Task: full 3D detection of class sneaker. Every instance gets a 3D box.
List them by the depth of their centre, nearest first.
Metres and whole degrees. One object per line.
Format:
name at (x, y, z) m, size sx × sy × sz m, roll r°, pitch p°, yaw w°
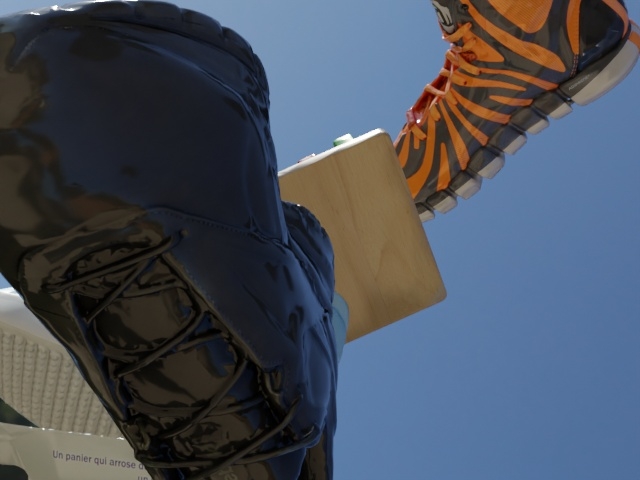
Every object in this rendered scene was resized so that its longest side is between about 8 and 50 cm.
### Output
sneaker at (-0.045, 0.022, 0.463) m, size 0.109 × 0.286 × 0.130 m, roll -19°, pitch -119°, yaw 12°
sneaker at (-0.134, 0.077, 1.028) m, size 0.366 × 0.150 × 0.135 m, roll 8°, pitch -50°, yaw 33°
sneaker at (0.122, -0.156, 1.211) m, size 0.321 × 0.180 × 0.124 m, roll -39°, pitch -149°, yaw 12°

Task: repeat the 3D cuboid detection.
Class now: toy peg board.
toy peg board at (0.000, 0.000, 1.101) m, size 0.079 × 0.160 × 0.161 m, roll -123°, pitch -170°, yaw -66°

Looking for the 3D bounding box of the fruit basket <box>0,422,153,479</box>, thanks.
fruit basket at (-0.170, 0.267, 0.701) m, size 0.327 × 0.165 × 0.353 m, roll 3°, pitch -90°, yaw 22°
